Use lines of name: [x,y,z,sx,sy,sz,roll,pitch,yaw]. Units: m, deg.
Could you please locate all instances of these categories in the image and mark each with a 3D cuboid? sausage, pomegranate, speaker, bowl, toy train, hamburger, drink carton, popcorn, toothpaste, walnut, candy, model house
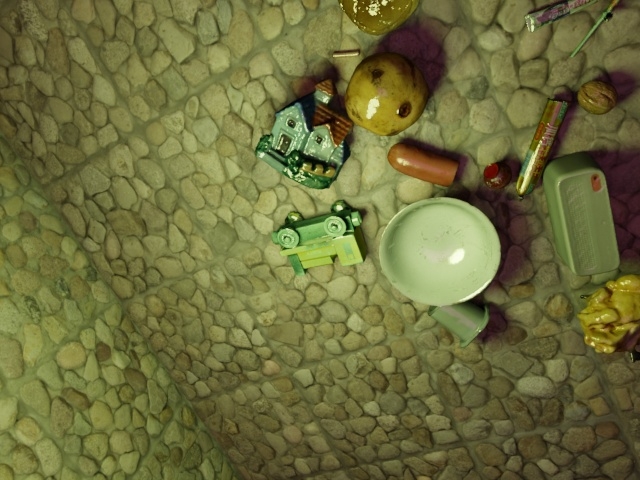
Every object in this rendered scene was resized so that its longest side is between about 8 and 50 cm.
sausage: [0.757,-0.305,1.596,0.082,0.082,0.371,15,117,8]
pomegranate: [0.223,-0.490,1.550,0.281,0.281,0.281,5,114,12]
sausage: [0.371,-0.280,1.690,0.259,0.113,0.113,19,116,5]
speaker: [0.908,-0.084,1.593,0.183,0.184,0.406,-15,109,20]
bowl: [0.449,0.014,1.748,0.435,0.196,0.435,6,115,12]
toy train: [0.000,0.000,1.888,0.397,0.160,0.253,-12,116,19]
hamburger: [0.185,-0.807,1.452,0.265,0.134,0.285,46,145,-4]
drink carton: [0.559,0.296,1.858,0.189,0.191,0.185,39,119,3]
popcorn: [1.090,0.271,1.685,0.316,0.281,0.297,-53,133,0]
toothpaste: [0.766,-0.725,1.432,0.233,0.038,0.060,-17,109,22]
walnut: [0.892,-0.463,1.481,0.124,0.105,0.105,31,117,5]
candy: [0.873,-0.698,1.407,0.084,0.078,0.287,28,125,-7]
model house: [-0.014,-0.395,1.636,0.295,0.252,0.329,35,122,5]

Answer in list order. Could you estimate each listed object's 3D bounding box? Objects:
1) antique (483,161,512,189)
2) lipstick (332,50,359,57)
antique: [0.637,-0.233,1.648,0.104,0.104,0.104,5,114,12]
lipstick: [0.091,-0.665,1.641,0.094,0.019,0.019,1,113,13]
